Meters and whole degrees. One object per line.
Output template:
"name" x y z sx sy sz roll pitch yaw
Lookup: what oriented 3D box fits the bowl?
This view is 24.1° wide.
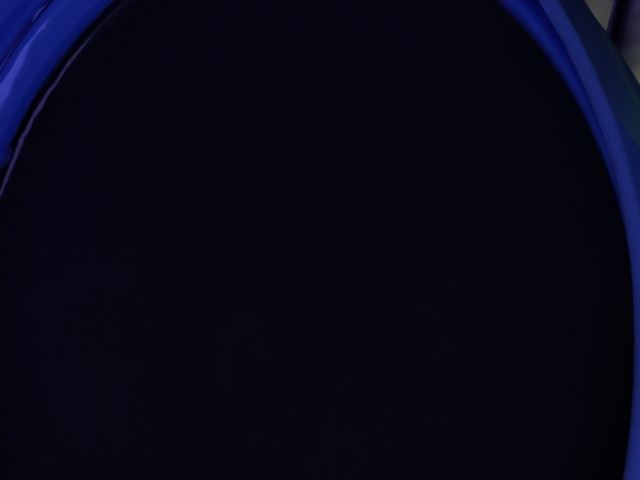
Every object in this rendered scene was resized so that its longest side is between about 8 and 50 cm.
"bowl" -0.044 0.041 0.544 0.391 0.391 0.077 -31 158 32
